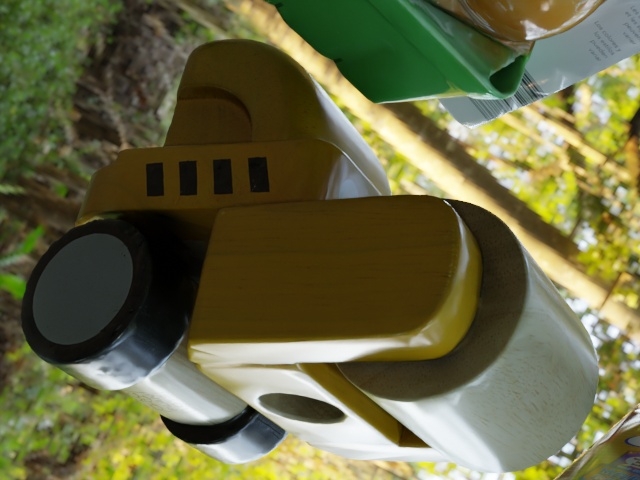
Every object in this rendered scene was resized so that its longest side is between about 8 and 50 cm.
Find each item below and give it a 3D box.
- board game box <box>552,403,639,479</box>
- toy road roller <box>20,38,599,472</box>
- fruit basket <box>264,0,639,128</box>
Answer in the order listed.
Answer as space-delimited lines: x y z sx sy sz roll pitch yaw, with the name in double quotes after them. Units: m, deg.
0.376 0.343 0.926 0.356 0.357 0.356 -15 102 -59 "board game box"
0.000 0.000 0.752 0.330 0.202 0.240 -1 -116 30 "toy road roller"
0.098 -0.225 0.643 0.353 0.327 0.165 -27 -148 44 "fruit basket"
